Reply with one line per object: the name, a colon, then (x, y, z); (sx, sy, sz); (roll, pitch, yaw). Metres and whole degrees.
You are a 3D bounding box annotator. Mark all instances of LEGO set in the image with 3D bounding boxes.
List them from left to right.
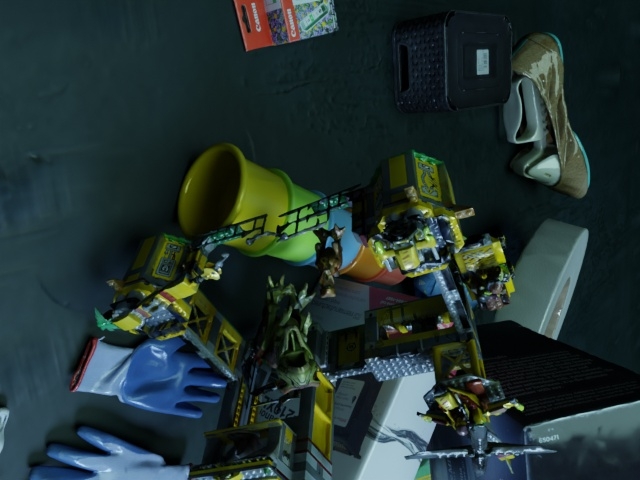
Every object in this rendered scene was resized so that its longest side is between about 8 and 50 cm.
LEGO set: (-0.007, 0.101, 0.386); (0.192, 0.331, 0.255); (-85, 160, -48)

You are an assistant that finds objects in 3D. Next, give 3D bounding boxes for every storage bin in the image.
storage bin: (0.189, -0.246, 0.715); (0.180, 0.084, 0.122); (-19, 110, -41)

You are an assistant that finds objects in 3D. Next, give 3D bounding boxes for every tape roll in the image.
tape roll: (0.379, 0.154, 0.919); (0.392, 0.071, 0.392); (-36, 137, -43)

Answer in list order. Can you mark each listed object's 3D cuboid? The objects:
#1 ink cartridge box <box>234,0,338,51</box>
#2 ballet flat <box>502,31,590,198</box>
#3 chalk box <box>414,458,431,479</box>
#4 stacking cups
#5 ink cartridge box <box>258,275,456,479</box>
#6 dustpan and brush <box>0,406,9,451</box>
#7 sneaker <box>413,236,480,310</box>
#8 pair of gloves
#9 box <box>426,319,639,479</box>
ink cartridge box: (-0.033, -0.239, 0.530); (0.115, 0.029, 0.063); (-32, 119, -38)
ballet flat: (0.394, -0.195, 0.927); (0.124, 0.116, 0.343); (-35, 123, -12)
chalk box: (0.025, 0.346, 0.623); (0.213, 0.132, 0.132); (-24, 114, -42)
stacking cups: (0.000, 0.000, 0.564); (0.316, 0.096, 0.096); (24, 80, -46)
ink cartridge box: (0.032, 0.175, 0.568); (0.100, 0.171, 0.237); (43, 67, -39)
dustpan and brush: (-0.267, 0.227, 0.355); (0.211, 0.060, 0.147); (-64, 158, -18)
sneaker: (0.214, 0.080, 0.815); (0.126, 0.091, 0.240); (-52, 132, -2)
pair of gloves: (-0.167, 0.170, 0.473); (0.159, 0.023, 0.198); (27, 74, -43)
box: (0.240, 0.280, 0.604); (0.182, 0.294, 0.297); (-7, 95, -10)
